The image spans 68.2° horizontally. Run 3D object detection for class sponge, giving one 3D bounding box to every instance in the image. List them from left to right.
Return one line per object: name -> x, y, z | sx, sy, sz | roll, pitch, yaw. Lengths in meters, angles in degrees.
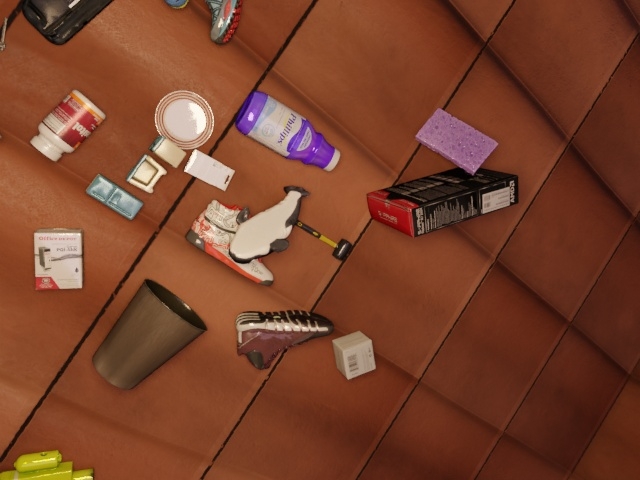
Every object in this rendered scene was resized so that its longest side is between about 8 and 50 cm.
sponge -> 0.402, -0.295, 1.405 | 0.210, 0.031, 0.117 | 37, 82, 16

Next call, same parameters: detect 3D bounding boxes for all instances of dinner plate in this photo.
dinner plate -> -0.337, -0.298, 1.176 | 0.141, 0.017, 0.141 | -4, 102, -22

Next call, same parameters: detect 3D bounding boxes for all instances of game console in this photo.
game console -> -0.497, -0.593, 1.035 | 0.361, 0.044, 0.213 | -48, 114, -9

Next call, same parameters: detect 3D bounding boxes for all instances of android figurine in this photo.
android figurine -> -0.720, 0.653, 1.190 | 0.273, 0.056, 0.248 | 0, 101, -23

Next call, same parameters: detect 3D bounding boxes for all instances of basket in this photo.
basket -> -0.434, 0.244, 1.178 | 0.227, 0.154, 0.204 | -48, 116, -3

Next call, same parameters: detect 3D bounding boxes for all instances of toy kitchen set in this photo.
toy kitchen set -> -0.426, -0.156, 1.086 | 0.122, 0.166, 0.207 | 36, 86, -25

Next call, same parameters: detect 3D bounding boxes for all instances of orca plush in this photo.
orca plush -> -0.141, -0.031, 1.235 | 0.151, 0.102, 0.287 | 23, 54, -1

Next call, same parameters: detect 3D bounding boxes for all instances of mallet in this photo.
mallet -> 0.000, 0.000, 1.371 | 0.190, 0.039, 0.062 | 23, 94, -20

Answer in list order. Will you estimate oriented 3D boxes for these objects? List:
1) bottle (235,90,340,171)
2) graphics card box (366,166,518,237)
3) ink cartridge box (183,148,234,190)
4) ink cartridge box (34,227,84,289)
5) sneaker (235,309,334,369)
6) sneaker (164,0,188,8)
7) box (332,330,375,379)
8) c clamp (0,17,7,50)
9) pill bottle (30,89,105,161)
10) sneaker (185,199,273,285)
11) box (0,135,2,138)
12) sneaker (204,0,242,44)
bottle -> -0.078, -0.275, 1.246 | 0.283, 0.092, 0.118 | 27, 88, -25
graphics card box -> 0.353, -0.124, 1.379 | 0.371, 0.233, 0.094 | -19, 112, -19
ink cartridge box -> -0.286, -0.180, 1.215 | 0.115, 0.029, 0.062 | 27, 89, -26
ink cartridge box -> -0.611, 0.042, 1.109 | 0.099, 0.056, 0.135 | -1, 101, -22
sneaker -> -0.107, 0.291, 1.356 | 0.281, 0.106, 0.162 | 5, 104, -13
sneaker -> -0.312, -0.624, 1.035 | 0.069, 0.082, 0.209 | 7, 97, -7
box -> 0.102, 0.350, 1.452 | 0.102, 0.087, 0.101 | -16, 106, -20
c clamp -> -0.745, -0.408, 0.982 | 0.161, 0.022, 0.137 | 3, 97, -25
pill bottle -> -0.563, -0.253, 1.053 | 0.086, 0.086, 0.152 | 44, 84, -24
sneaker -> -0.204, 0.003, 1.252 | 0.270, 0.090, 0.145 | 34, 89, -22
box -> -0.764, -0.226, 0.899 | 0.181, 0.119, 0.182 | -36, 109, -10
sneaker -> -0.245, -0.601, 1.124 | 0.125, 0.104, 0.261 | 10, 93, -7
